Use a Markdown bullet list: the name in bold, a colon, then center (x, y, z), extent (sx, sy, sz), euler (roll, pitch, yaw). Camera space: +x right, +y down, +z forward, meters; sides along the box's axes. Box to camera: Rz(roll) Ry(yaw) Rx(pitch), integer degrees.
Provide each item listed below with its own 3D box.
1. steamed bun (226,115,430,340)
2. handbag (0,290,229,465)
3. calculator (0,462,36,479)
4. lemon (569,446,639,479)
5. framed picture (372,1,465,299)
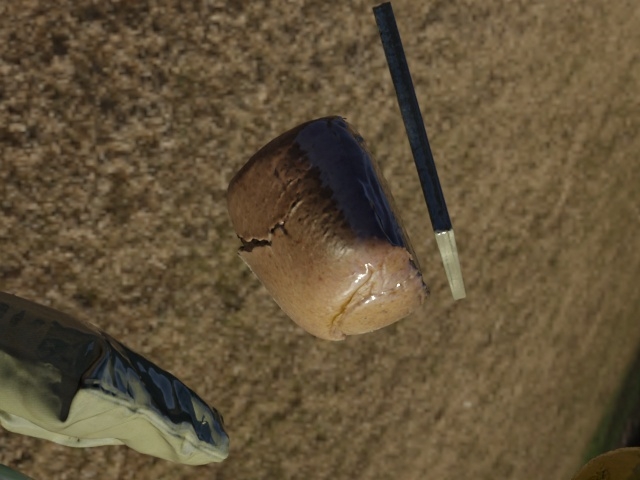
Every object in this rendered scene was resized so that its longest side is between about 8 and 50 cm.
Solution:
- **steamed bun**: center (0.000, 0.000, 1.347), extent (0.301, 0.199, 0.251), euler (47, 20, -74)
- **handbag**: center (-0.250, 0.110, 0.971), extent (0.109, 0.316, 0.253), euler (-68, 152, -14)
- **calculator**: center (-0.312, 0.262, 0.966), extent (0.299, 0.185, 0.041), euler (45, 11, -45)
- **lemon**: center (0.336, 0.307, 1.182), extent (0.173, 0.206, 0.173), euler (-3, 100, -21)
- **framed picture**: center (0.081, -0.068, 0.899), extent (0.150, 0.015, 0.203), euler (64, 12, -65)
